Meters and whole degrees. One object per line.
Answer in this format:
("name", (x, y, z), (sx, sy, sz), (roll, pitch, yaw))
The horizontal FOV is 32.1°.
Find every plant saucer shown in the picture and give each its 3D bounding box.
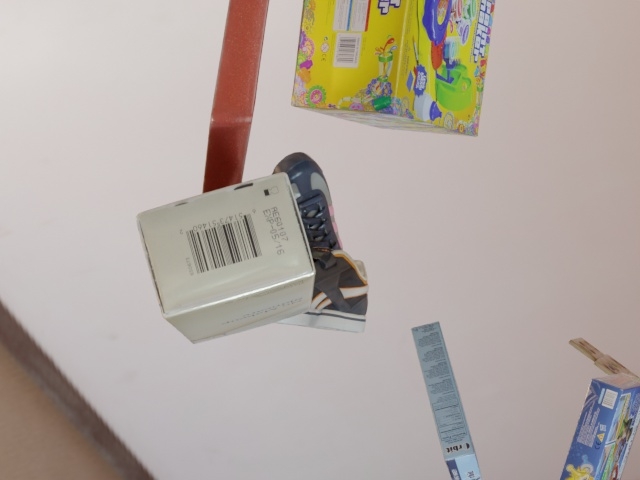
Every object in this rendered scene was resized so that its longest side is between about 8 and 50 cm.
("plant saucer", (-0.100, -0.178, 1.322), (0.258, 0.047, 0.259), (108, -10, -63))

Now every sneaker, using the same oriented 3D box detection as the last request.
("sneaker", (0.000, 0.000, 1.878), (0.131, 0.112, 0.319), (42, -26, 45))
("sneaker", (-0.036, 0.068, 1.666), (0.321, 0.126, 0.127), (11, 85, -59))

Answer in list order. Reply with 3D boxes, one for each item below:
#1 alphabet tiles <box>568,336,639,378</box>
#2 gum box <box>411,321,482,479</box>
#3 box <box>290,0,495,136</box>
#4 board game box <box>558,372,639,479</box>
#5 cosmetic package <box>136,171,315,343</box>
("alphabet tiles", (0.585, 0.267, 2.041), (0.285, 0.011, 0.342), (37, 7, 16))
("gum box", (0.166, 0.222, 1.441), (0.157, 0.041, 0.184), (69, 8, -57))
("box", (0.118, -0.318, 1.651), (0.279, 0.177, 0.290), (3, 95, -58))
("board game box", (0.282, 0.239, 1.147), (0.136, 0.035, 0.201), (9, 99, -62))
("cosmetic package", (-0.095, 0.029, 1.218), (0.309, 0.160, 0.113), (90, -17, -79))
